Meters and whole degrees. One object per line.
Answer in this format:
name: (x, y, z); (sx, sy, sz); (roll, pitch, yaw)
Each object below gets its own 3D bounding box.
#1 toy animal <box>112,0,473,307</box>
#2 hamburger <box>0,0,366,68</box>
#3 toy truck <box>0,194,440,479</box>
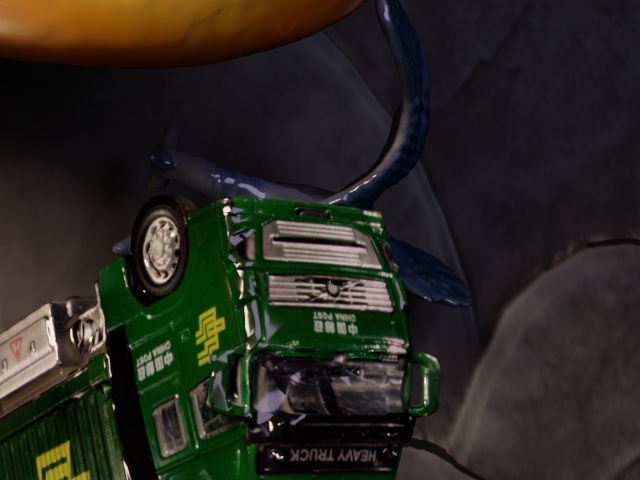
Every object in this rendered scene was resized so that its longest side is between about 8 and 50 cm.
toy animal: (0.000, 0.000, 0.798); (0.176, 0.239, 0.255); (17, 10, -3)
hamburger: (-0.128, -0.242, 0.680); (0.395, 0.277, 0.396); (13, 35, -9)
toy truck: (-0.072, 0.077, 0.618); (0.088, 0.259, 0.121); (3, 67, -40)
